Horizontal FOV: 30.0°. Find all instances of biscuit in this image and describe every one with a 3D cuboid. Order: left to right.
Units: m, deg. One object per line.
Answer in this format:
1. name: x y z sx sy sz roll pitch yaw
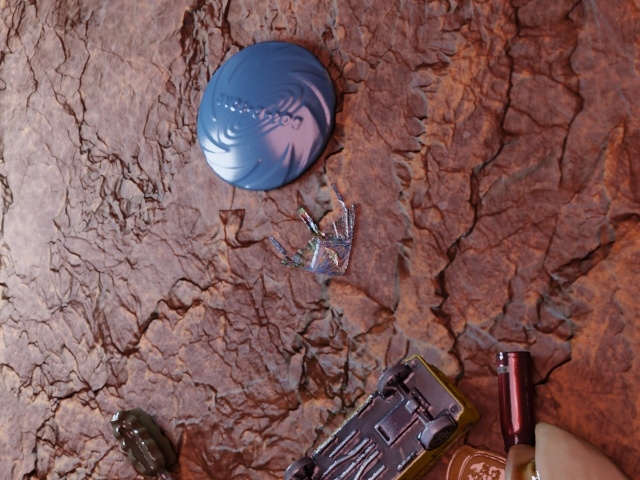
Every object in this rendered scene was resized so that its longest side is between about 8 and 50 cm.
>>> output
1. biscuit: 0.265 0.398 1.924 0.140 0.023 0.118 12 85 26

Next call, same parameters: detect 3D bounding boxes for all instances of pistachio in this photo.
1. pistachio: 0.394 0.415 1.766 0.193 0.213 0.318 -48 53 32

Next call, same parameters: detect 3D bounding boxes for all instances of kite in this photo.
1. kite: 0.000 0.000 2.131 0.183 0.010 0.160 -39 66 14

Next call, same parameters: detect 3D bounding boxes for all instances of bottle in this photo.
1. bottle: 0.315 0.261 1.910 0.060 0.060 0.164 -6 78 24

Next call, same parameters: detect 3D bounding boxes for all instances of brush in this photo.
1. brush: -0.277 0.429 2.145 0.071 0.084 0.301 -42 72 11

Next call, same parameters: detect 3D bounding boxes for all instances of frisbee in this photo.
1. frisbee: -0.109 -0.236 2.205 0.289 0.049 0.290 -5 78 24

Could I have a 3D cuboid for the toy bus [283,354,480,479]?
1. toy bus: 0.096 0.349 1.942 0.330 0.152 0.144 -46 60 8
